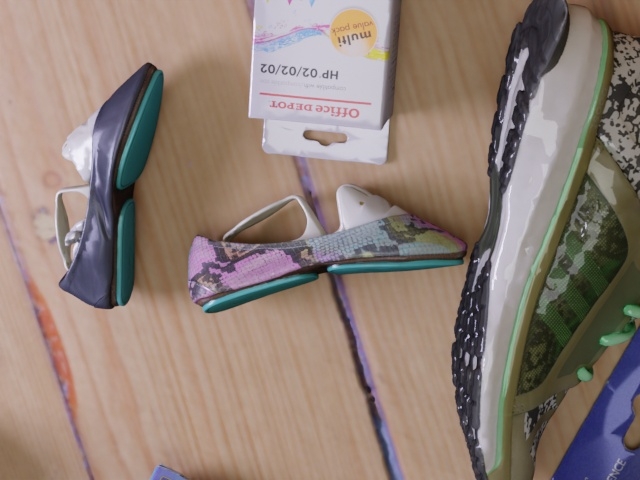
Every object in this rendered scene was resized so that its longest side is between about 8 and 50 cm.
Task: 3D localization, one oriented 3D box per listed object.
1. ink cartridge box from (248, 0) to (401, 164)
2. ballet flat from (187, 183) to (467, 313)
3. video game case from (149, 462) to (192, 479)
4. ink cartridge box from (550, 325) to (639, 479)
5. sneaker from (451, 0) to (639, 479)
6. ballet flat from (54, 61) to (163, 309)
[{"bbox_3d":[0.004,-0.143,1.316,0.104,0.061,0.181,6,105,8],"label":"ink cartridge box"},{"bbox_3d":[0.000,0.000,1.355,0.221,0.077,0.079,-11,83,12],"label":"ballet flat"},{"bbox_3d":[-0.077,0.348,1.375,0.244,0.061,0.269,25,64,1],"label":"video game case"},{"bbox_3d":[0.350,0.190,1.327,0.307,0.072,0.304,28,107,6],"label":"ink cartridge box"},{"bbox_3d":[0.204,0.031,1.293,0.182,0.158,0.410,8,108,-3],"label":"sneaker"},{"bbox_3d":[-0.171,-0.044,1.369,0.074,0.074,0.203,12,108,6],"label":"ballet flat"}]
